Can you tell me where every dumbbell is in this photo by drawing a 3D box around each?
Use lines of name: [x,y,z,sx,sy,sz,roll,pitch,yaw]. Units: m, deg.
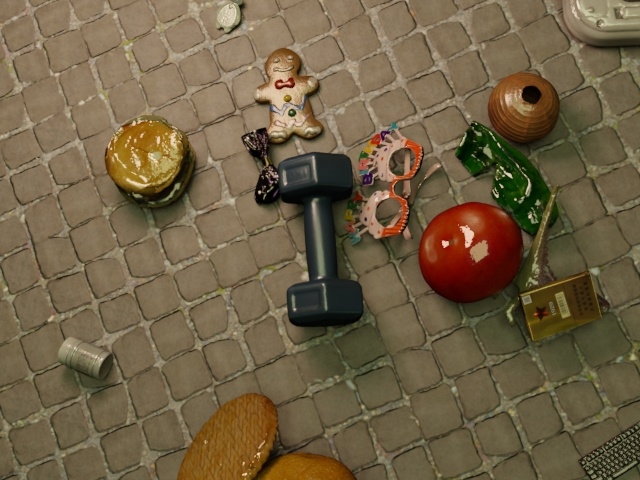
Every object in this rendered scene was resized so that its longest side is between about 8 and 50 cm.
dumbbell: [0.000,0.000,1.542,0.160,0.144,0.325,2,76,-29]

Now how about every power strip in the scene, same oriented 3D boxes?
power strip: [-0.188,-0.479,1.730,0.055,0.035,0.083,28,96,12]

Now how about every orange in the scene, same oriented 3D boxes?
orange: [-0.033,0.491,1.400,0.264,0.264,0.264,-1,78,7]

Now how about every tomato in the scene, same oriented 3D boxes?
tomato: [0.269,0.020,1.494,0.195,0.136,0.195,-16,64,37]

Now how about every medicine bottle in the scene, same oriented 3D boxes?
medicine bottle: [-0.458,0.229,1.600,0.091,0.058,0.058,21,82,11]

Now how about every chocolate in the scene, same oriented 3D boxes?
chocolate: [-0.111,-0.149,1.638,0.072,0.070,0.147,-12,99,30]

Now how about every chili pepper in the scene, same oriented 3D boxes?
chili pepper: [0.358,-0.121,1.564,0.099,0.083,0.253,-42,74,10]

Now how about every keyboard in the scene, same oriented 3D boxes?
keyboard: [0.565,0.367,1.472,0.204,0.013,0.061,-32,77,0]

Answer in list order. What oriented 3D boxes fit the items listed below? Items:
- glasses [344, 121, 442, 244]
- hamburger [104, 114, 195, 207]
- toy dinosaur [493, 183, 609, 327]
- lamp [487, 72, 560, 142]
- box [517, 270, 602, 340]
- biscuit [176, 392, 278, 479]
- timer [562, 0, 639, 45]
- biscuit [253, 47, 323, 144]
glasses: [0.135,-0.104,1.599,0.162,0.095,0.255,11,80,37]
hamburger: [-0.336,-0.163,1.646,0.177,0.113,0.185,-14,69,10]
toy dinosaur: [0.404,0.056,1.508,0.199,0.072,0.251,-28,84,11]
lamp: [0.387,-0.252,1.561,0.136,0.136,0.136,-1,78,7]
box: [0.429,0.117,1.469,0.133,0.023,0.090,-19,98,0]
biscuit: [-0.167,0.381,1.460,0.035,0.254,0.254,43,85,-23]
timer: [0.597,-0.515,1.610,0.237,0.087,0.262,-2,79,6]
biscuit: [-0.070,-0.299,1.677,0.138,0.031,0.205,-8,76,5]
